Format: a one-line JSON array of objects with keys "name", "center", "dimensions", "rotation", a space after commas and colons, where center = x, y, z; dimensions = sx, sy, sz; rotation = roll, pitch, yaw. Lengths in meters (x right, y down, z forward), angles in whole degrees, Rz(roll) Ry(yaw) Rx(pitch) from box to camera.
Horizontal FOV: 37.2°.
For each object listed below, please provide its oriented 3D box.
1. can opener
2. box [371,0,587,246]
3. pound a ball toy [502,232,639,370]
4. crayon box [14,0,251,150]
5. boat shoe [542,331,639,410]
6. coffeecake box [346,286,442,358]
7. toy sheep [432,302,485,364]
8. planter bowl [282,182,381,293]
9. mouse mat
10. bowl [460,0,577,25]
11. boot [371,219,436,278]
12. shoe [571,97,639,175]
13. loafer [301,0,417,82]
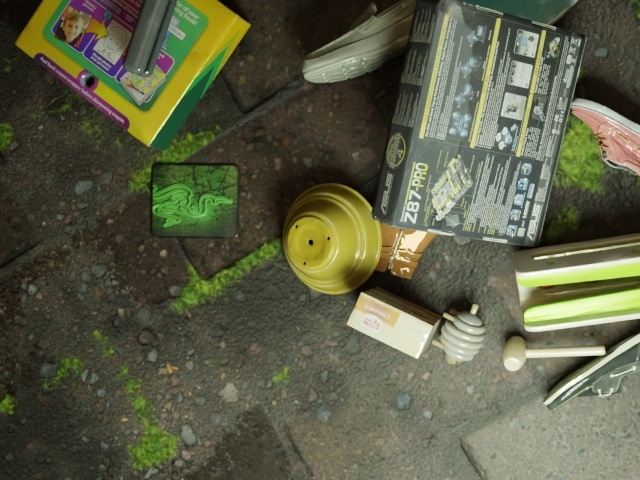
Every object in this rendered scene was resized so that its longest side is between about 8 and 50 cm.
[{"name": "can opener", "center": [-0.283, -0.441, 1.797], "dimensions": [0.095, 0.076, 0.284], "rotation": [21, 95, 11]}, {"name": "box", "center": [0.281, -0.200, 1.672], "dimensions": [0.318, 0.097, 0.395], "rotation": [6, 100, -28]}, {"name": "pound a ball toy", "center": [0.477, 0.104, 1.732], "dimensions": [0.319, 0.136, 0.208], "rotation": [-9, 114, 12]}, {"name": "crayon box", "center": [-0.377, -0.414, 1.908], "dimensions": [0.363, 0.106, 0.313], "rotation": [37, 97, 9]}, {"name": "boat shoe", "center": [0.514, 0.252, 1.731], "dimensions": [0.233, 0.084, 0.079], "rotation": [-32, 83, 8]}, {"name": "coffeecake box", "center": [0.140, 0.148, 1.759], "dimensions": [0.142, 0.185, 0.068], "rotation": [25, 96, 11]}, {"name": "toy sheep", "center": [0.266, 0.175, 1.785], "dimensions": [0.091, 0.091, 0.132], "rotation": [22, 113, 11]}, {"name": "planter bowl", "center": [0.000, 0.000, 1.809], "dimensions": [0.217, 0.090, 0.217], "rotation": [3, 95, 29]}, {"name": "mouse mat", "center": [-0.256, -0.080, 1.936], "dimensions": [0.189, 0.007, 0.153], "rotation": [1, 91, 13]}, {"name": "bowl", "center": [0.319, -0.520, 1.684], "dimensions": [0.311, 0.311, 0.163], "rotation": [-32, 45, 11]}, {"name": "boot", "center": [0.188, 0.001, 1.812], "dimensions": [0.197, 0.073, 0.152], "rotation": [13, 98, 15]}, {"name": "shoe", "center": [0.525, -0.188, 1.734], "dimensions": [0.178, 0.063, 0.081], "rotation": [29, 91, 6]}, {"name": "loafer", "center": [0.107, -0.394, 1.806], "dimensions": [0.319, 0.112, 0.112], "rotation": [-22, 81, 4]}]
